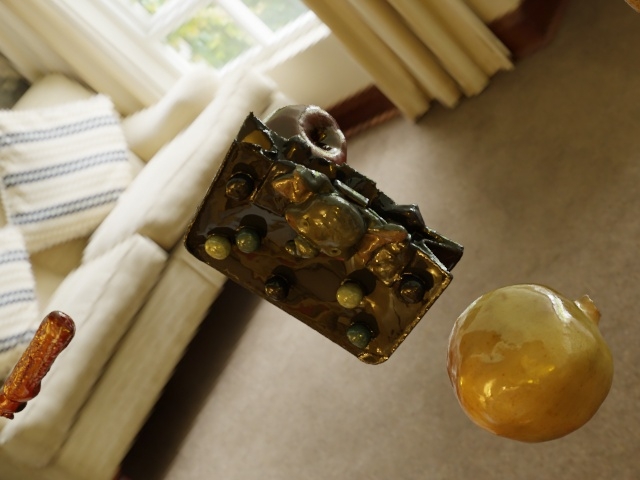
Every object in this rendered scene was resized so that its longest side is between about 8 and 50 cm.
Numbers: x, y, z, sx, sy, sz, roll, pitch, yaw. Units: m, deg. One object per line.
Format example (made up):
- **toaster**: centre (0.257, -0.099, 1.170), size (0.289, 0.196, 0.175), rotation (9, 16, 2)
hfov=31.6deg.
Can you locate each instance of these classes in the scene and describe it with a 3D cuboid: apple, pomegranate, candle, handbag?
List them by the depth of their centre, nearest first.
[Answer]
- **handbag**: centre (0.000, 0.000, 1.442), size (0.118, 0.325, 0.269), rotation (-60, 1, -42)
- **pomegranate**: centre (0.278, 0.165, 1.530), size (0.233, 0.233, 0.233), rotation (-40, 22, 21)
- **candle**: centre (-0.401, 0.178, 1.587), size (0.329, 0.051, 0.048), rotation (-46, 31, 50)
- **apple**: centre (-0.047, -0.124, 1.789), size (0.158, 0.156, 0.147), rotation (-37, 8, 40)

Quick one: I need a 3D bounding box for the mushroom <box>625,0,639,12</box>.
- **mushroom**: centre (0.300, -0.245, 0.834), size (0.184, 0.255, 0.255), rotation (-32, 26, 45)
